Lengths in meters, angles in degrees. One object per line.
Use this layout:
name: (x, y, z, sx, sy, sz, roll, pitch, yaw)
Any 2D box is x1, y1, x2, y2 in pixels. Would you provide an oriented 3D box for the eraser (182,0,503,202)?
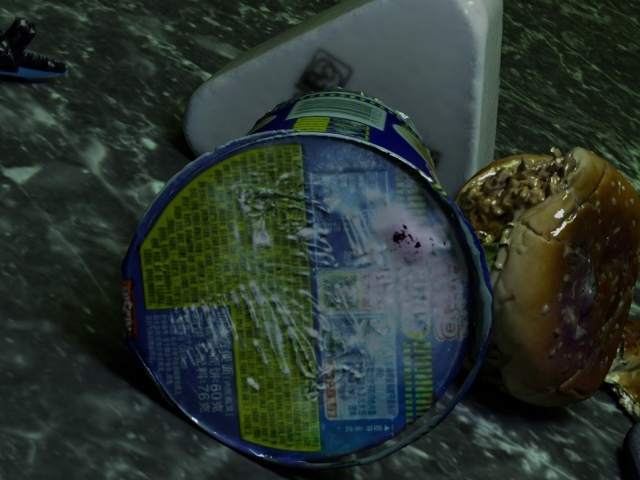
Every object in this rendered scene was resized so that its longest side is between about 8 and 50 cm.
eraser: (0.022, -0.119, 1.576, 0.331, 0.331, 0.150, 35, 27, 2)

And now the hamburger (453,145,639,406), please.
hamburger: (0.219, 0.023, 1.502, 0.146, 0.286, 0.243, 15, 40, 37)

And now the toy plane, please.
toy plane: (-0.319, -0.184, 1.433, 0.246, 0.078, 0.169, 3, 39, -47)

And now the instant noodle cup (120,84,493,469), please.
instant noodle cup: (0.000, 0.000, 1.318, 0.284, 0.284, 0.312, 31, 19, -6)

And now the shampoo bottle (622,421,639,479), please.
shampoo bottle: (0.339, 0.260, 1.471, 0.087, 0.049, 0.234, 21, 28, -12)

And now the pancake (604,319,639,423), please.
pancake: (0.406, 0.183, 1.675, 0.266, 0.057, 0.244, 25, 28, -22)
